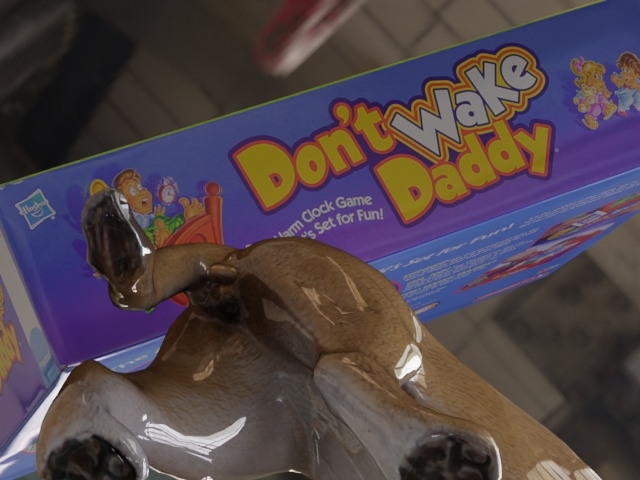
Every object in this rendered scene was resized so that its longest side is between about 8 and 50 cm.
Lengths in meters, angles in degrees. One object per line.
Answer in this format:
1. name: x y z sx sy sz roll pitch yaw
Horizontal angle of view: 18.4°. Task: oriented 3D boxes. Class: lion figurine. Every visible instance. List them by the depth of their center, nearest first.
1. lion figurine: 0.047 0.099 0.713 0.142 0.392 0.240 -32 -162 10

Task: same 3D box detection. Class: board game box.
1. board game box: 0.000 0.000 0.908 0.347 0.078 0.233 -19 169 -25
